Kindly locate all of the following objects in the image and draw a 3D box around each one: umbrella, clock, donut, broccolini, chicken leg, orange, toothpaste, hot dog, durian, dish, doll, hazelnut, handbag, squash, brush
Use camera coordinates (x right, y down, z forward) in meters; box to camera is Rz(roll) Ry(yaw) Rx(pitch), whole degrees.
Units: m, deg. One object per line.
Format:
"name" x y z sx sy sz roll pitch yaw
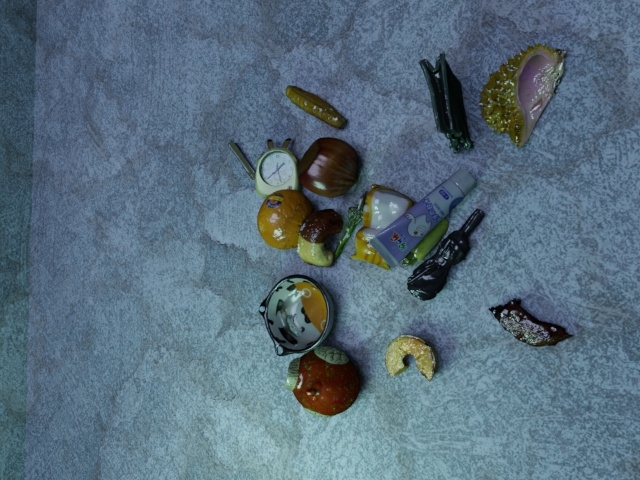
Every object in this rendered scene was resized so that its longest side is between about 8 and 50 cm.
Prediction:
"umbrella" 0.397 0.042 1.772 0.118 0.118 0.340 38 96 28
"clock" -0.156 -0.274 2.124 0.170 0.069 0.231 -1 85 16
"donut" 0.298 0.372 1.815 0.181 0.078 0.145 -5 82 37
"broccolini" 0.089 -0.029 1.981 0.067 0.058 0.216 38 106 24
"chicken leg" 0.603 0.246 1.648 0.234 0.063 0.105 36 109 26
"orange" -0.126 -0.076 2.022 0.193 0.219 0.219 5 89 39
"toothpaste" 0.325 -0.075 1.769 0.371 0.080 0.125 -41 108 2
"hot dog" -0.021 -0.489 2.077 0.289 0.083 0.068 40 125 27
"durian" 0.570 -0.450 1.708 0.196 0.186 0.304 36 114 52
"dish" -0.060 0.262 2.009 0.303 0.120 0.302 -4 83 32
"doll" 0.202 -0.047 1.857 0.167 0.162 0.269 19 91 11
"hazelnut" 0.027 -0.251 1.978 0.186 0.210 0.209 7 90 55
"handbag" 0.389 -0.410 1.721 0.079 0.248 0.259 -15 77 23
"squash" 0.329 0.010 1.826 0.090 0.075 0.200 34 81 10
"donut" -0.001 0.001 1.971 0.085 0.141 0.217 30 115 46
"brush" -0.308 -0.322 2.265 0.034 0.028 0.190 -43 74 25

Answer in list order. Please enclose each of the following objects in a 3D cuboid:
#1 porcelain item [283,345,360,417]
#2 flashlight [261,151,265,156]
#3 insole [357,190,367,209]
"porcelain item" 0.000 0.479 1.894 0.253 0.253 0.252 -3 85 31
"flashlight" -0.208 -0.292 2.198 0.052 0.031 0.110 -20 71 4
"insole" 0.144 -0.133 1.885 0.010 0.192 0.063 15 102 8
